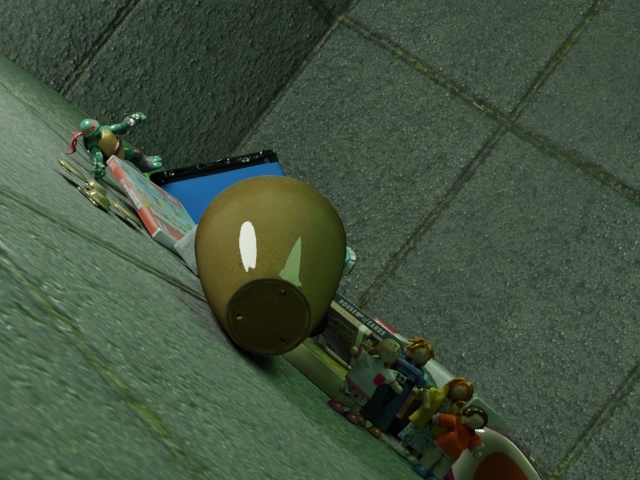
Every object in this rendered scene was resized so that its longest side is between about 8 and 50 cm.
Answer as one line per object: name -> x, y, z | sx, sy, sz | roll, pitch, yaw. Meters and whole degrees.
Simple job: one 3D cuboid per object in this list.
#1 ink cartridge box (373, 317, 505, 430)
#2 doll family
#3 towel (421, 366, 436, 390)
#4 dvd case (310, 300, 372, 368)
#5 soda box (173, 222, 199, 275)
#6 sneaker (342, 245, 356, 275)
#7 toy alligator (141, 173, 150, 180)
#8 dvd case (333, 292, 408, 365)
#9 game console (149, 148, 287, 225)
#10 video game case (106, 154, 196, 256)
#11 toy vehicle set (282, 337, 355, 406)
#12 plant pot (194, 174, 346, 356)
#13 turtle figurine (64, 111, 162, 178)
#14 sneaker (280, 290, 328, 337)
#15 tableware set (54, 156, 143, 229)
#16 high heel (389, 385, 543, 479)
ink cartridge box -> 0.230, 0.328, 2.282 | 0.306, 0.131, 0.226 | 40, 1, 37
doll family -> 0.141, 0.241, 1.593 | 0.263, 0.163, 0.118 | 38, 0, -6
towel -> 0.091, 0.226, 2.108 | 0.283, 0.121, 0.235 | 38, 0, 27
dvd case -> -0.002, 0.159, 1.917 | 0.221, 0.018, 0.164 | 37, -38, 24
soda box -> -0.181, 0.021, 1.899 | 0.074, 0.069, 0.216 | 51, 12, 14
sneaker -> 0.000, 0.000, 2.080 | 0.083, 0.071, 0.190 | 32, 5, -34
toy alligator -> -0.375, -0.097, 2.577 | 0.189, 0.056, 0.051 | 39, 42, -24
dvd case -> 0.070, 0.202, 1.909 | 0.238, 0.029, 0.179 | 36, -39, 26
game console -> -0.224, -0.086, 2.305 | 0.250, 0.293, 0.173 | 130, -54, -70
video game case -> -0.296, -0.041, 2.002 | 0.204, 0.025, 0.285 | 38, 8, -43
toy vehicle set -> 0.017, 0.223, 1.764 | 0.166, 0.035, 0.267 | 38, 0, 22
plant pot -> -0.074, 0.059, 1.491 | 0.237, 0.237, 0.254 | 38, 16, -16
turtle figurine -> -0.422, -0.189, 2.121 | 0.118, 0.175, 0.234 | 16, -21, 36
sneaker -> -0.088, 0.117, 1.756 | 0.283, 0.107, 0.124 | 32, 17, -35
tableware set -> -0.380, -0.079, 1.769 | 0.141, 0.020, 0.168 | 41, 0, 29
high heel -> 0.248, 0.358, 1.705 | 0.377, 0.127, 0.181 | 43, -4, 29
